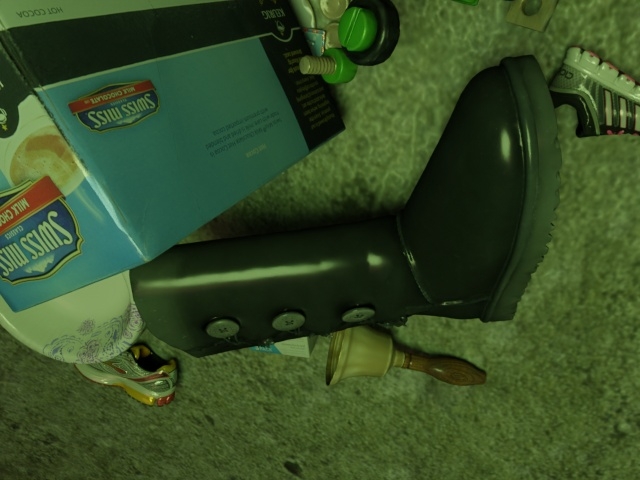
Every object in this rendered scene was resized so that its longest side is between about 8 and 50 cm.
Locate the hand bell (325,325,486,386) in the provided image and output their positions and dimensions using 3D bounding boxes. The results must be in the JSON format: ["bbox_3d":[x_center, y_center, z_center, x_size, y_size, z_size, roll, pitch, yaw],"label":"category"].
[{"bbox_3d":[0.139,0.188,0.747,0.242,0.126,0.126,14,122,-4],"label":"hand bell"}]

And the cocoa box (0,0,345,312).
[{"bbox_3d":[-0.174,-0.126,0.490,0.231,0.347,0.228,-17,107,36],"label":"cocoa box"}]

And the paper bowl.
[{"bbox_3d":[-0.383,0.042,0.780,0.284,0.148,0.284,4,116,9],"label":"paper bowl"}]

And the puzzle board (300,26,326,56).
[{"bbox_3d":[-0.046,-0.203,0.613,0.096,0.011,0.128,12,121,10],"label":"puzzle board"}]

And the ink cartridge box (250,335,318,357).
[{"bbox_3d":[-0.066,0.092,0.768,0.104,0.061,0.181,3,118,16],"label":"ink cartridge box"}]

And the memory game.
[{"bbox_3d":[-0.051,-0.265,0.595,0.186,0.012,0.186,7,120,13],"label":"memory game"}]

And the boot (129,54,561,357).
[{"bbox_3d":[0.000,0.002,0.550,0.445,0.146,0.367,-5,137,8],"label":"boot"}]

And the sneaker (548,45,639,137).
[{"bbox_3d":[0.318,-0.134,0.523,0.170,0.063,0.075,35,122,2],"label":"sneaker"}]

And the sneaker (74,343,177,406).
[{"bbox_3d":[-0.376,0.234,0.944,0.225,0.088,0.093,19,102,7],"label":"sneaker"}]

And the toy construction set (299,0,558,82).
[{"bbox_3d":[0.132,-0.318,0.433,0.257,0.237,0.309,6,105,48],"label":"toy construction set"}]
